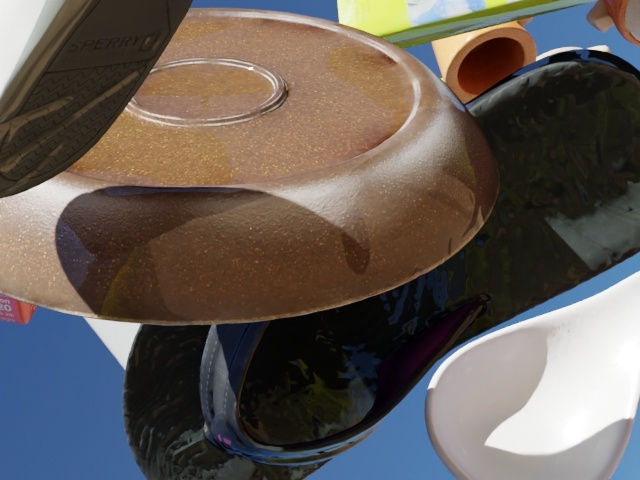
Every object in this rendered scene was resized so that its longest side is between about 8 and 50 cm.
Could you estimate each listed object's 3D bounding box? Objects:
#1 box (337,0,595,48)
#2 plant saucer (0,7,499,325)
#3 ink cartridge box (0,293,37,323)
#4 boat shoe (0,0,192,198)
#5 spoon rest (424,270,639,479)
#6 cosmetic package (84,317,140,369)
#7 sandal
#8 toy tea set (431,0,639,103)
[{"bbox_3d":[0.090,-0.180,0.748,0.042,0.178,0.109,1,-97,-54],"label":"box"},{"bbox_3d":[-0.061,-0.060,0.667,0.310,0.311,0.050,-38,-43,-47],"label":"plant saucer"},{"bbox_3d":[-0.270,-0.061,1.075,0.217,0.092,0.158,89,-162,-45],"label":"ink cartridge box"},{"bbox_3d":[-0.069,-0.160,0.455,0.320,0.103,0.118,-53,-14,24],"label":"boat shoe"},{"bbox_3d":[0.187,0.093,0.913,0.276,0.137,0.084,-33,-28,-36],"label":"spoon rest"},{"bbox_3d":[-0.161,0.003,1.370,0.138,0.224,0.224,-37,1,36],"label":"cosmetic package"},{"bbox_3d":[0.021,0.042,0.797,0.446,0.167,0.107,-38,9,25],"label":"sandal"},{"bbox_3d":[0.174,-0.120,0.944,0.200,0.124,0.336,-3,-43,-23],"label":"toy tea set"}]
